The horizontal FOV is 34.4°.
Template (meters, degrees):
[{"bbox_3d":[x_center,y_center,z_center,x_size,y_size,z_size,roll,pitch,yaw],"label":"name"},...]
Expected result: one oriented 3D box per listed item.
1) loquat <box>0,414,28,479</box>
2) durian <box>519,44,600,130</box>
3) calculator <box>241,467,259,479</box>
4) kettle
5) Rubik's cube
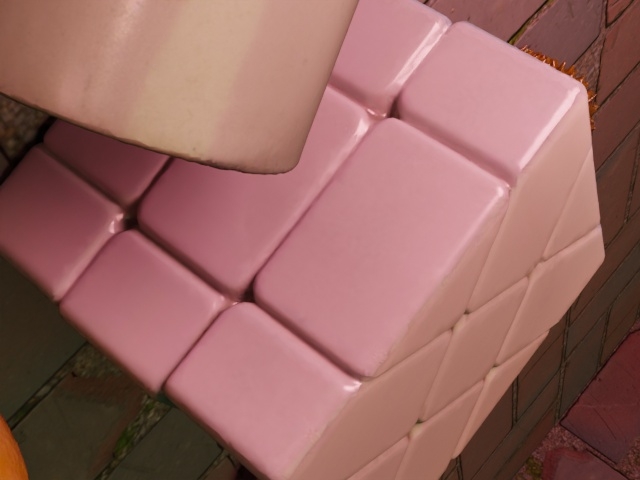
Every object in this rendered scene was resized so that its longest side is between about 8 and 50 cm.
[{"bbox_3d":[-0.286,0.182,0.631,0.244,0.244,0.244,-40,150,-29],"label":"loquat"},{"bbox_3d":[0.250,-0.130,1.294,0.249,0.138,0.183,-45,160,-9],"label":"durian"},{"bbox_3d":[-0.010,0.211,1.357,0.194,0.043,0.294,0,118,-58],"label":"calculator"},{"bbox_3d":[-0.042,-0.262,0.560,0.376,0.250,0.361,-66,173,15],"label":"kettle"},{"bbox_3d":[0.000,0.000,0.807,0.319,0.316,0.322,-52,153,-6],"label":"Rubik's cube"}]
